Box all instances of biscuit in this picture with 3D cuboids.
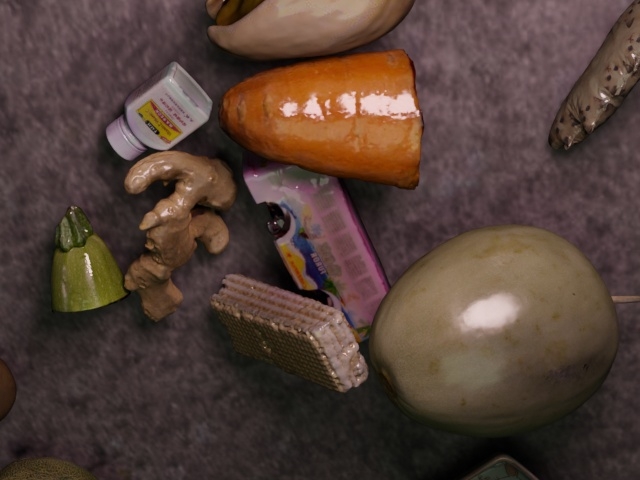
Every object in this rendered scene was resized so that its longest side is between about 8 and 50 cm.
[{"bbox_3d":[-0.043,0.115,1.636,0.062,0.239,0.108,-40,122,-25],"label":"biscuit"}]

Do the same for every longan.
[{"bbox_3d":[-0.460,0.196,1.776,0.113,0.092,0.113,32,137,36],"label":"longan"}]

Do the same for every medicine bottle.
[{"bbox_3d":[-0.195,-0.147,1.567,0.118,0.055,0.074,-32,116,21],"label":"medicine bottle"}]

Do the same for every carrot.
[{"bbox_3d":[-0.001,-0.133,1.478,0.225,0.159,0.159,-2,122,-10],"label":"carrot"}]

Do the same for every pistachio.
[{"bbox_3d":[-0.012,-0.262,1.438,0.237,0.138,0.153,-7,138,8],"label":"pistachio"}]

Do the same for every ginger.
[{"bbox_3d":[-0.170,-0.003,1.631,0.149,0.065,0.259,-14,134,-22],"label":"ginger"}]

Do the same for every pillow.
[{"bbox_3d":[0.329,-0.186,1.486,0.051,0.093,0.241,24,120,-16],"label":"pillow"}]

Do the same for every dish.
[{"bbox_3d":[0.216,0.381,1.856,0.234,0.064,0.154,-38,112,22],"label":"dish"}]

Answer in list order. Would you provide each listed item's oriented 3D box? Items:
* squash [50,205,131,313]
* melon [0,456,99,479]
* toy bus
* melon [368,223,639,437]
[{"bbox_3d":[-0.304,0.016,1.665,0.105,0.105,0.132,-9,105,9],"label":"squash"},{"bbox_3d":[-0.384,0.371,1.847,0.192,0.139,0.139,14,121,-8],"label":"melon"},{"bbox_3d":[0.000,0.000,1.625,0.112,0.090,0.274,-21,118,9],"label":"toy bus"},{"bbox_3d":[0.209,0.107,1.574,0.308,0.272,0.272,0,129,-37],"label":"melon"}]
